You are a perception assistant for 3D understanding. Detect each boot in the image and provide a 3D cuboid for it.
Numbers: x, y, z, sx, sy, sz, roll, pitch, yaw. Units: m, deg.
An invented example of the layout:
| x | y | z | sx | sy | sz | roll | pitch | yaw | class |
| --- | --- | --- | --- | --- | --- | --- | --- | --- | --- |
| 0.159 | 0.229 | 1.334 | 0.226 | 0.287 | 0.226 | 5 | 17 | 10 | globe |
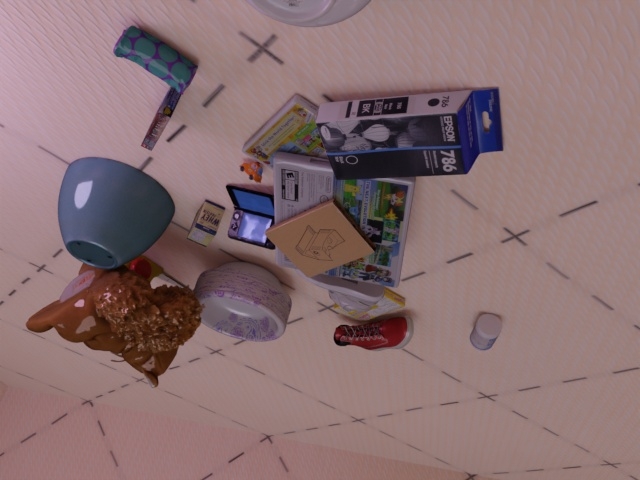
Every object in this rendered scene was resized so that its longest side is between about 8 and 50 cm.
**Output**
| x | y | z | sx | sy | sz | roll | pitch | yaw | class |
| --- | --- | --- | --- | --- | --- | --- | --- | --- | --- |
| 0.146 | 0.271 | 2.017 | 0.176 | 0.088 | 0.244 | 12 | 155 | -27 | boot |
| 0.036 | 0.123 | 1.845 | 0.258 | 0.095 | 0.123 | 23 | 143 | -5 | boot |

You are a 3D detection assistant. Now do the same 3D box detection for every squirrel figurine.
| x | y | z | sx | sy | sz | roll | pitch | yaw | class |
| --- | --- | --- | --- | --- | --- | --- | --- | --- | --- |
| -0.506 | 0.237 | 1.874 | 0.397 | 0.281 | 0.370 | -9 | 128 | 40 | squirrel figurine |

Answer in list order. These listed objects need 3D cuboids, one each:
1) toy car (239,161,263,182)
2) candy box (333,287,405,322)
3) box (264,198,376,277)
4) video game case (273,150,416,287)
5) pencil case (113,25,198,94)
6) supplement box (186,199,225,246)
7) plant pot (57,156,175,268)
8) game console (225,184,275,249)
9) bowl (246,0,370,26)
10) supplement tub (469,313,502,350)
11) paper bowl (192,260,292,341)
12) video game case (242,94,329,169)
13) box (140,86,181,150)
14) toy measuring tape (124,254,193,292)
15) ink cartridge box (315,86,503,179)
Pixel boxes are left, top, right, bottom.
| x | y | z | sx | sy | sz | roll | pitch | yaw | class |
| --- | --- | --- | --- | --- | --- | --- | --- | --- | --- |
| -0.128 | -0.147 | 1.569 | 0.040 | 0.060 | 0.122 | -51 | 141 | 10 | toy car |
| 0.138 | 0.184 | 1.974 | 0.105 | 0.027 | 0.206 | 28 | 147 | -25 | candy box |
| 0.000 | 0.000 | 1.544 | 0.201 | 0.021 | 0.164 | -23 | 123 | 33 | box |
| 0.044 | -0.039 | 1.533 | 0.300 | 0.036 | 0.328 | 10 | 135 | 8 | video game case |
| -0.309 | -0.339 | 1.294 | 0.152 | 0.064 | 0.070 | 29 | 130 | -22 | pencil case |
| -0.290 | -0.043 | 1.739 | 0.056 | 0.083 | 0.083 | 24 | 148 | -16 | supplement box |
| -0.539 | -0.044 | 1.738 | 0.290 | 0.195 | 0.290 | 11 | 148 | 7 | plant pot |
| -0.167 | -0.055 | 1.649 | 0.144 | 0.124 | 0.085 | 15 | 177 | 26 | game console |
| -0.032 | -0.413 | 0.992 | 0.298 | 0.134 | 0.297 | 11 | 148 | 7 | bowl |
| 0.459 | 0.256 | 1.912 | 0.071 | 0.071 | 0.107 | 12 | 150 | 6 | supplement tub |
| -0.223 | 0.166 | 1.984 | 0.285 | 0.148 | 0.284 | 11 | 149 | 7 | paper bowl |
| -0.026 | -0.192 | 1.446 | 0.206 | 0.026 | 0.227 | 29 | 147 | -22 | video game case |
| -0.322 | -0.255 | 1.406 | 0.027 | 0.093 | 0.137 | 27 | 147 | -18 | box |
| -0.524 | 0.131 | 2.089 | 0.121 | 0.121 | 0.330 | -14 | 139 | 38 | toy measuring tape |
| 0.171 | -0.194 | 1.294 | 0.333 | 0.065 | 0.165 | -3 | 141 | 18 | ink cartridge box |
